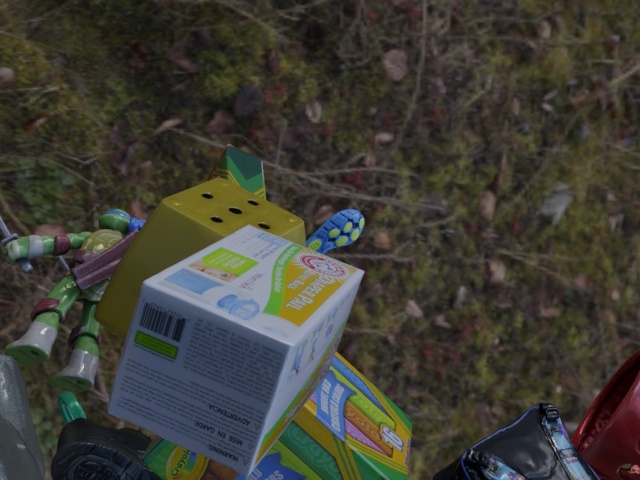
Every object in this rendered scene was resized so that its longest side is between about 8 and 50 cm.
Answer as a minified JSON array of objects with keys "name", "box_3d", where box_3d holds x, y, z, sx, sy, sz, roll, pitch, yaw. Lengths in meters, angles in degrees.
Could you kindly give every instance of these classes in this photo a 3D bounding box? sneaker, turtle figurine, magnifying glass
[{"name":"sneaker","box_3d":[-0.233,0.320,1.286,0.286,0.130,0.109,35,96,-25]},{"name":"turtle figurine","box_3d":[-0.386,0.077,1.375,0.197,0.275,0.266,92,7,-55]},{"name":"magnifying glass","box_3d":[-0.429,0.366,1.677,0.026,0.092,0.230,-28,128,-28]},{"name":"sneaker","box_3d":[0.000,0.000,1.772,0.188,0.078,0.067,-38,108,-7]}]

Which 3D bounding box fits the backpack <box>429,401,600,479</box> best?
[{"name":"backpack","box_3d":[0.215,0.275,0.941,0.158,0.173,0.117,-21,157,-39]}]

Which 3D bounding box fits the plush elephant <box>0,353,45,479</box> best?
[{"name":"plush elephant","box_3d":[-0.386,0.257,0.841,0.256,0.272,0.329,-24,75,-6]}]

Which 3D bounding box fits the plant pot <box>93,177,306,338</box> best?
[{"name":"plant pot","box_3d":[-0.135,0.040,1.230,0.212,0.212,0.187,-31,145,-58]}]

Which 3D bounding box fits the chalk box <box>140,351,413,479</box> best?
[{"name":"chalk box","box_3d":[-0.063,0.200,1.032,0.289,0.179,0.180,41,107,-5]}]

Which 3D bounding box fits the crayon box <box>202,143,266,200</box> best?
[{"name":"crayon box","box_3d":[-0.171,-0.006,1.587,0.081,0.318,0.202,26,114,-21]}]

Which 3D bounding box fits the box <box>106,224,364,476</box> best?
[{"name":"box","box_3d":[-0.054,0.071,0.707,0.203,0.114,0.103,-38,149,-70]}]

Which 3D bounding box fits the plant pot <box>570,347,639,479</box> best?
[{"name":"plant pot","box_3d":[0.430,0.253,1.172,0.191,0.174,0.191,-55,170,-15]}]
